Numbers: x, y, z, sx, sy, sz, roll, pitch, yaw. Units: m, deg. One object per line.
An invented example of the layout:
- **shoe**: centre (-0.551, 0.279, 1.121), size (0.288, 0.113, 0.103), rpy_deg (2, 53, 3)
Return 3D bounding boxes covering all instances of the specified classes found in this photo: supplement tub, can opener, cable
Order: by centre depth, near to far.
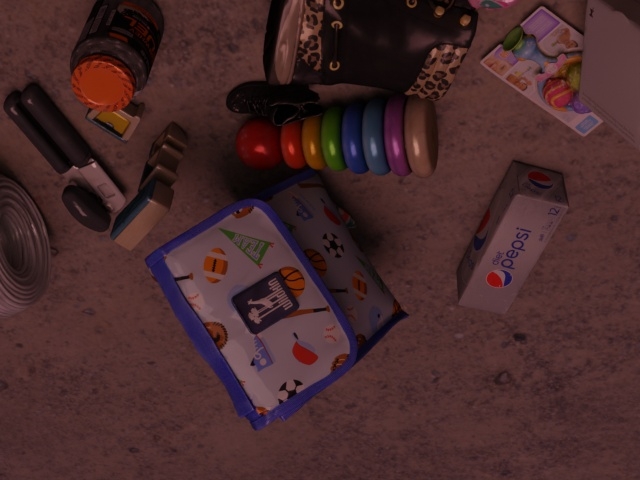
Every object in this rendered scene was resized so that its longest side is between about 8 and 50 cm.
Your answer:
- **supplement tub**: centre (-0.309, -0.285, 1.590), size (0.117, 0.190, 0.117), rpy_deg (3, 134, 3)
- **can opener**: centre (-0.439, -0.133, 1.810), size (0.076, 0.095, 0.283), rpy_deg (-19, 128, 21)
- **cable**: centre (-0.567, 0.011, 1.847), size (0.089, 0.257, 0.257), rpy_deg (-13, 130, 10)

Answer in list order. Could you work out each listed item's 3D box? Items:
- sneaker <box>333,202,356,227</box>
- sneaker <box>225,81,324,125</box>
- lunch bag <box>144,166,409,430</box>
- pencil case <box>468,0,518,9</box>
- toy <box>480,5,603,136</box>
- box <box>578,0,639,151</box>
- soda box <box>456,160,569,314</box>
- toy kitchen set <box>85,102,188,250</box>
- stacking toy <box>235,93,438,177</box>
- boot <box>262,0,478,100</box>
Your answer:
- **sneaker**: centre (0.000, 0.000, 1.914), size (0.075, 0.057, 0.161), rpy_deg (32, 126, -16)
- **sneaker**: centre (-0.077, -0.219, 1.695), size (0.170, 0.089, 0.051), rpy_deg (-8, 127, 12)
- **lunch bag**: centre (-0.073, 0.091, 1.704), size (0.239, 0.385, 0.328), rpy_deg (-34, 88, 35)
- **pencil case**: centre (0.175, -0.433, 1.389), size (0.124, 0.124, 0.284), rpy_deg (-29, 128, 28)
- **toy**: centre (0.382, -0.249, 1.646), size (0.237, 0.056, 0.137), rpy_deg (32, 129, -22)
- **box**: centre (0.473, -0.254, 1.516), size (0.119, 0.181, 0.182), rpy_deg (-14, 127, -13)
- **soda box**: centre (0.332, 0.001, 1.858), size (0.098, 0.091, 0.286), rpy_deg (13, 133, -8)
- **toy kitchen set**: centre (-0.330, -0.122, 1.732), size (0.166, 0.207, 0.122), rpy_deg (32, 127, -22)
- **stacking toy**: centre (0.021, -0.162, 1.724), size (0.330, 0.141, 0.141), rpy_deg (-3, 133, 16)
- **boot**: centre (0.089, -0.374, 1.506), size (0.284, 0.138, 0.377), rpy_deg (10, 119, -14)
